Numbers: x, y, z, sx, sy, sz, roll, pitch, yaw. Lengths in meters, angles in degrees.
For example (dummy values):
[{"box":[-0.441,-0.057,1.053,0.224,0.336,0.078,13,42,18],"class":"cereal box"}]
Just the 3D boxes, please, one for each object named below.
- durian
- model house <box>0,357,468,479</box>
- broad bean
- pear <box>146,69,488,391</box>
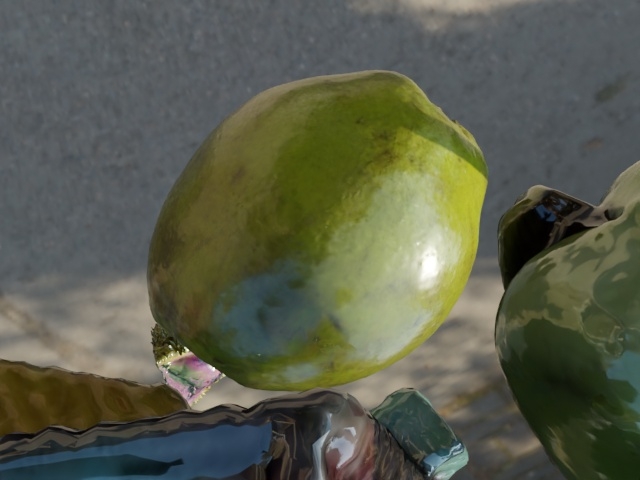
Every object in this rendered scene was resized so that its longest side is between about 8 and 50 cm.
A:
[{"box":[-0.197,0.178,2.005,0.108,0.119,0.186,-15,145,3],"class":"durian"},{"box":[-0.070,0.117,0.448,0.249,0.230,0.280,-44,160,-5],"class":"model house"},{"box":[0.142,0.072,0.432,0.100,0.228,0.169,-38,175,-16],"class":"broad bean"},{"box":[0.000,0.000,1.453,0.413,0.352,0.352,-43,139,9],"class":"pear"}]
